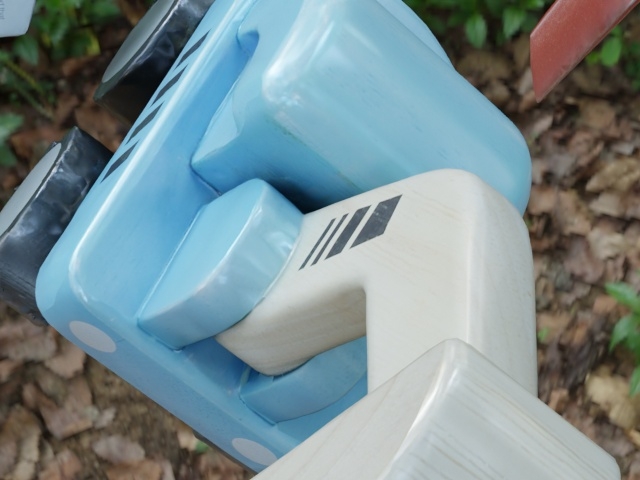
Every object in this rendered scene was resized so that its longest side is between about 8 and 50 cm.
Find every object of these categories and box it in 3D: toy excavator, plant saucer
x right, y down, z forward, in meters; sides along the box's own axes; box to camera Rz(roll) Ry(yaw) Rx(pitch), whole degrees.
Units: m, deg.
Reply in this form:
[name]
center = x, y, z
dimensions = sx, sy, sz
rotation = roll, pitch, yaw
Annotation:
[toy excavator]
center = 0.000, 0.000, 0.686
dimensions = 0.222, 0.445, 0.433
rotation = 38, 58, -17
[plant saucer]
center = 0.261, -0.234, 1.051
dimensions = 0.259, 0.258, 0.048
rotation = -44, 87, -11

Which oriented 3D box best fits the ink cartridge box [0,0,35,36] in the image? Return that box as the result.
[ink cartridge box]
center = -0.301, -0.192, 0.926
dimensions = 0.330, 0.071, 0.324
rotation = -5, 22, -22
